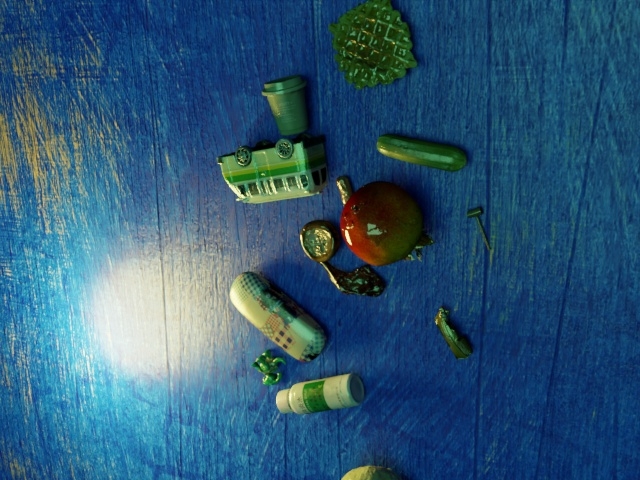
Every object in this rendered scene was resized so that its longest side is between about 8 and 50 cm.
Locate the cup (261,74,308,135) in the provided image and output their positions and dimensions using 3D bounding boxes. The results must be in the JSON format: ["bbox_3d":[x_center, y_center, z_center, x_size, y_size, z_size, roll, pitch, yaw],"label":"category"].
[{"bbox_3d":[-0.080,-0.349,1.851,0.120,0.120,0.141,-4,112,28],"label":"cup"}]

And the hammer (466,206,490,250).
[{"bbox_3d":[0.395,-0.027,1.755,0.035,0.019,0.110,-18,102,31],"label":"hammer"}]

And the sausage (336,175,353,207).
[{"bbox_3d":[0.075,-0.094,1.889,0.036,0.042,0.158,-15,102,-8],"label":"sausage"}]

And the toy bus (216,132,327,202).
[{"bbox_3d":[-0.122,-0.187,1.903,0.276,0.133,0.165,-7,101,29],"label":"toy bus"}]

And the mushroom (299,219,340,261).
[{"bbox_3d":[0.000,0.000,1.944,0.123,0.052,0.123,10,108,33],"label":"mushroom"}]

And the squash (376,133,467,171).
[{"bbox_3d":[0.246,-0.215,1.746,0.228,0.066,0.066,16,112,24],"label":"squash"}]

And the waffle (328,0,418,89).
[{"bbox_3d":[0.124,-0.474,1.736,0.214,0.054,0.208,-19,99,36],"label":"waffle"}]

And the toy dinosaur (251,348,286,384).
[{"bbox_3d":[-0.148,0.380,2.139,0.096,0.059,0.132,48,129,-2],"label":"toy dinosaur"}]

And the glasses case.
[{"bbox_3d":[-0.125,0.219,2.060,0.327,0.076,0.125,39,117,12],"label":"glasses case"}]

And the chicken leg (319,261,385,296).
[{"bbox_3d":[0.079,0.102,1.937,0.205,0.053,0.093,10,86,17],"label":"chicken leg"}]

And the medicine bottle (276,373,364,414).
[{"bbox_3d":[-0.004,0.445,2.058,0.260,0.095,0.095,-16,97,32],"label":"medicine bottle"}]

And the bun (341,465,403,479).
[{"bbox_3d":[0.143,0.731,2.036,0.243,0.153,0.244,6,121,9],"label":"bun"}]

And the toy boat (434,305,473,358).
[{"bbox_3d":[0.341,0.238,1.844,0.049,0.047,0.149,-30,93,17],"label":"toy boat"}]

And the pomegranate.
[{"bbox_3d":[0.163,-0.037,1.764,0.235,0.210,0.210,23,117,-8],"label":"pomegranate"}]
